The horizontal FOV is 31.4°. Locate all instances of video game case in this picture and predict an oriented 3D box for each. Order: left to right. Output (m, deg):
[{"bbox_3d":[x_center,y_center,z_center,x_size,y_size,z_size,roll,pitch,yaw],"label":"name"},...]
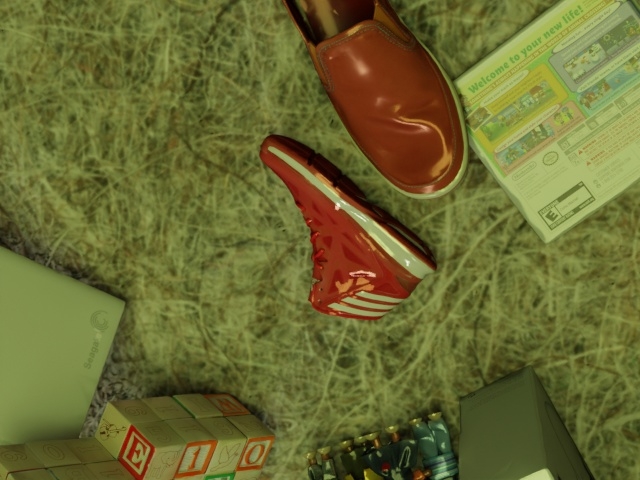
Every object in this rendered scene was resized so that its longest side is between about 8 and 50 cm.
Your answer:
[{"bbox_3d":[0.255,-0.132,1.134,0.212,0.023,0.193,-37,95,16],"label":"video game case"}]

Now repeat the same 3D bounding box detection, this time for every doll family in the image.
[{"bbox_3d":[0.076,0.258,1.216,0.193,0.076,0.111,-22,78,25],"label":"doll family"}]

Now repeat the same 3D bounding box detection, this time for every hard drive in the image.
[{"bbox_3d":[-0.372,0.093,1.157,0.308,0.203,0.040,26,151,-21],"label":"hard drive"}]

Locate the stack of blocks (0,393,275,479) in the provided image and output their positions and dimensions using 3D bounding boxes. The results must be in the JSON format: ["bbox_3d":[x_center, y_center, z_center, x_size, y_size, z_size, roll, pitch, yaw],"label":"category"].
[{"bbox_3d":[-0.203,0.256,1.156,0.087,0.297,0.171,35,110,38],"label":"stack of blocks"}]

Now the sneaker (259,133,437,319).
[{"bbox_3d":[0.000,0.000,1.173,0.221,0.087,0.128,40,104,0],"label":"sneaker"}]

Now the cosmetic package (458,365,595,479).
[{"bbox_3d":[0.260,0.339,1.103,0.097,0.284,0.377,-28,97,14],"label":"cosmetic package"}]

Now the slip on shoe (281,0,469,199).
[{"bbox_3d":[0.039,-0.185,1.108,0.123,0.101,0.331,-25,96,22],"label":"slip on shoe"}]
